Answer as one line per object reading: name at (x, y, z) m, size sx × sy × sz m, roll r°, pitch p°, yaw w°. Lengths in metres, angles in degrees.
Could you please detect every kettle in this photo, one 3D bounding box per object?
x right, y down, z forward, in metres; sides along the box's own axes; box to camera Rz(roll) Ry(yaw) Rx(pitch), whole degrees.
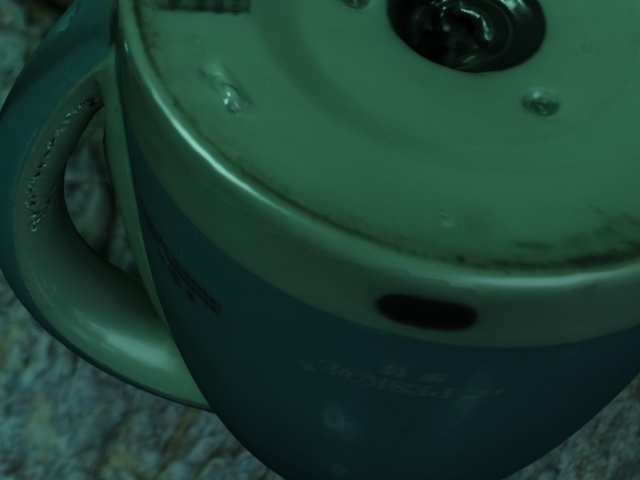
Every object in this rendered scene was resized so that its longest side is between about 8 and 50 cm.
kettle at (0.000, 0.000, 0.521) m, size 0.320 × 0.247 × 0.342 m, roll 12°, pitch 145°, yaw 0°
